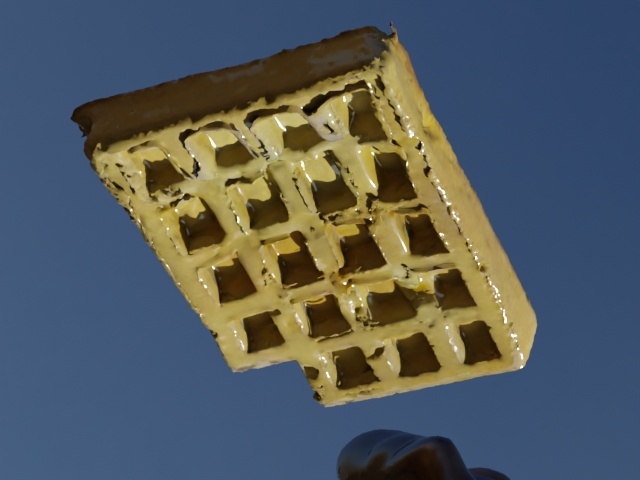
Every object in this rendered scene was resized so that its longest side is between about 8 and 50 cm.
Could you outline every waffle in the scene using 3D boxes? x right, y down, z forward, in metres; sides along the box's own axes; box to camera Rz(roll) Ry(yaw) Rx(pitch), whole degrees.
[{"bbox_3d":[0.000,0.000,0.512,0.135,0.092,0.021,61,21,-45],"label":"waffle"}]

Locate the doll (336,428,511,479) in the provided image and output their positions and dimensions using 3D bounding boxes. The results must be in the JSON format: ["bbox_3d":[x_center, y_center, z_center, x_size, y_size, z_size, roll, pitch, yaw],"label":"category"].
[{"bbox_3d":[0.180,0.191,0.818,0.318,0.340,0.209,39,-87,35],"label":"doll"}]
